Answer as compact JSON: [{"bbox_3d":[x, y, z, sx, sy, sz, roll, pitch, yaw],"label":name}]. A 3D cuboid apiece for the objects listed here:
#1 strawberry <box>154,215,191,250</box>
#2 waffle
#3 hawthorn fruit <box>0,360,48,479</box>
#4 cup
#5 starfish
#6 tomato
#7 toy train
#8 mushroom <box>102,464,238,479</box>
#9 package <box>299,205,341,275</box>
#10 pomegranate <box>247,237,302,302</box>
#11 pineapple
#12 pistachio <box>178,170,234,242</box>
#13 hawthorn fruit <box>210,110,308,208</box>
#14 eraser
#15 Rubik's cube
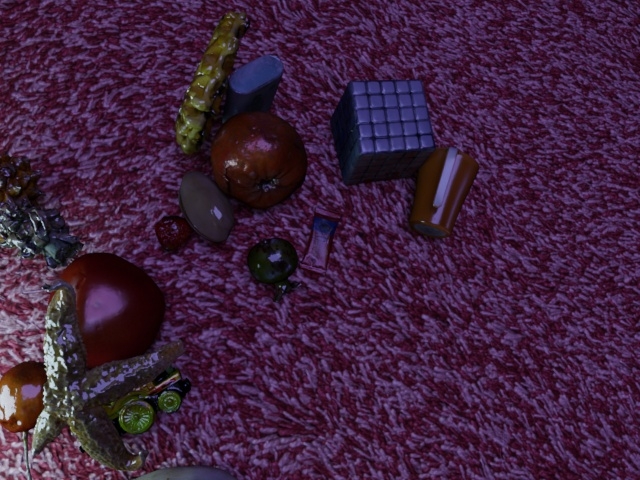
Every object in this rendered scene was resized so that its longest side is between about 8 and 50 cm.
[{"bbox_3d":[-0.407,-0.020,1.458,0.106,0.106,0.106,3,74,-11],"label":"strawberry"},{"bbox_3d":[-0.306,-0.430,1.449,0.095,0.379,0.382,22,77,-18],"label":"waffle"},{"bbox_3d":[-0.693,0.432,1.259,0.165,0.165,0.286,3,87,-11],"label":"hawthorn fruit"},{"bbox_3d":[0.366,-0.155,1.594,0.182,0.226,0.264,16,78,12],"label":"cup"},{"bbox_3d":[-0.487,0.320,1.189,0.323,0.082,0.432,13,94,-17],"label":"starfish"},{"bbox_3d":[-0.534,0.171,1.312,0.298,0.226,0.299,4,70,-11],"label":"tomato"},{"bbox_3d":[-0.475,0.402,1.314,0.296,0.100,0.161,-30,96,-17],"label":"toy train"},{"bbox_3d":[-0.371,0.618,1.294,0.351,0.095,0.123,-1,95,-11],"label":"mushroom"},{"bbox_3d":[0.000,0.000,1.573,0.083,0.022,0.201,17,74,-6],"label":"package"},{"bbox_3d":[-0.123,0.073,1.470,0.148,0.148,0.169,-36,91,-18],"label":"pomegranate"},{"bbox_3d":[-0.713,-0.042,1.298,0.271,0.262,0.262,34,71,9],"label":"pineapple"},{"bbox_3d":[-0.319,-0.092,1.478,0.135,0.136,0.226,-28,74,-17],"label":"pistachio"},{"bbox_3d":[-0.191,-0.249,1.497,0.276,0.276,0.307,-24,52,-17],"label":"hawthorn fruit"},{"bbox_3d":[-0.203,-0.425,1.541,0.174,0.227,0.081,-39,89,-20],"label":"eraser"},{"bbox_3d":[0.181,-0.324,1.588,0.238,0.237,0.237,-6,75,-14],"label":"Rubik's cube"}]
